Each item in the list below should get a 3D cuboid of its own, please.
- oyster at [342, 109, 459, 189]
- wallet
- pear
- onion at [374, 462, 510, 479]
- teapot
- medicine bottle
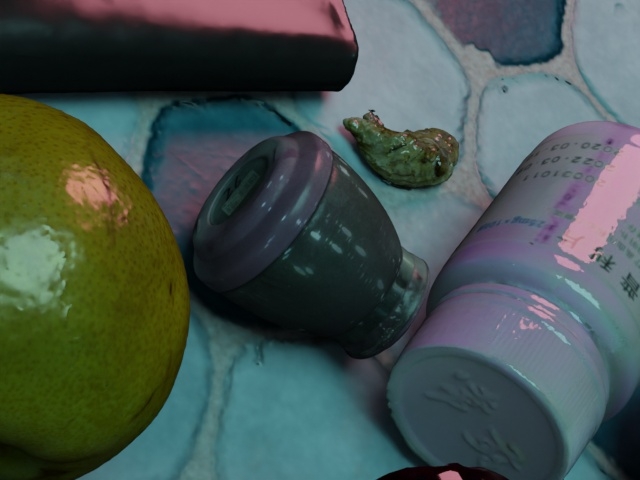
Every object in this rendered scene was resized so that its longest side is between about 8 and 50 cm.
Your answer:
[{"bbox_3d":[0.066,-0.075,1.155,0.080,0.038,0.083,49,50,2],"label":"oyster"},{"bbox_3d":[-0.171,-0.196,1.052,0.406,0.062,0.228,-4,67,-36],"label":"wallet"},{"bbox_3d":[-0.169,0.024,0.838,0.209,0.209,0.208,16,57,-26],"label":"pear"},{"bbox_3d":[0.037,0.230,0.884,0.218,0.195,0.139,-14,55,-5],"label":"onion"},{"bbox_3d":[-0.005,0.008,1.032,0.146,0.148,0.116,39,84,-22],"label":"teapot"},{"bbox_3d":[0.157,0.043,1.074,0.152,0.152,0.254,44,48,-5],"label":"medicine bottle"}]
